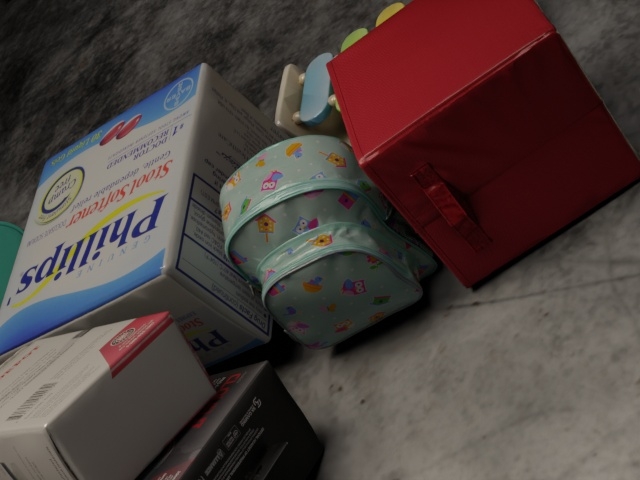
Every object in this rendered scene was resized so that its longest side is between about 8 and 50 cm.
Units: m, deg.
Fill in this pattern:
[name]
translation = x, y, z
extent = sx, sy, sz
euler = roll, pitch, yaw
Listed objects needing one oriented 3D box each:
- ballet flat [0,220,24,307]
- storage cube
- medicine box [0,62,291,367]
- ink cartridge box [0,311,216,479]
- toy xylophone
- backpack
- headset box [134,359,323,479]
[ballet flat]
translation = -0.441, 0.208, 1.327
extent = 0.182, 0.164, 0.483
euler = 118, 161, -52
[storage cube]
translation = 0.145, -0.111, 1.013
extent = 0.193, 0.183, 0.215
euler = -35, 34, 14
[medicine box]
translation = -0.184, 0.003, 1.189
extent = 0.263, 0.149, 0.289
euler = -26, 41, 31
[ink cartridge box]
translation = -0.221, 0.152, 0.964
extent = 0.218, 0.092, 0.158
euler = -12, 24, 43
[toy xylophone]
translation = 0.095, -0.181, 1.233
extent = 0.322, 0.081, 0.236
euler = -30, 37, 23
[backpack]
translation = 0.000, 0.000, 1.045
extent = 0.166, 0.188, 0.144
euler = -28, 37, 23
[headset box]
translation = -0.151, 0.228, 0.980
extent = 0.293, 0.110, 0.218
euler = -18, 21, 35
